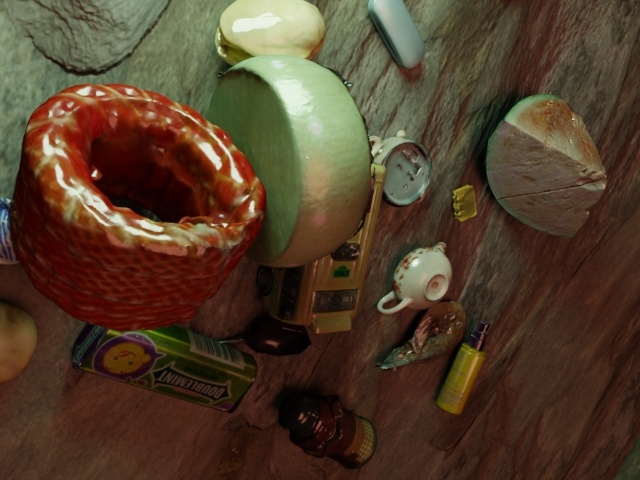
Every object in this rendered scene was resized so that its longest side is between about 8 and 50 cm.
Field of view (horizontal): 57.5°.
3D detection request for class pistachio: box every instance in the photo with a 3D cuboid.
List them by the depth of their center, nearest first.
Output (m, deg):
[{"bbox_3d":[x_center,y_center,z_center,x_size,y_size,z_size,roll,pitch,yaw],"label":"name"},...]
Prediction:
[{"bbox_3d":[-0.089,-0.365,1.032,0.201,0.117,0.145,-11,78,-18],"label":"pistachio"}]

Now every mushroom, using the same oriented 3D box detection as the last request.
[{"bbox_3d":[-0.537,0.167,0.945,0.148,0.112,0.147,-13,114,-31],"label":"mushroom"}]

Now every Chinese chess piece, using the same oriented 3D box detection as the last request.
[{"bbox_3d":[-0.064,-0.129,0.975,0.147,0.349,0.349,-12,114,-34],"label":"Chinese chess piece"}]

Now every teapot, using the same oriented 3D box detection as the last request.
[{"bbox_3d":[0.244,0.103,1.440,0.246,0.116,0.159,-31,133,-13],"label":"teapot"}]

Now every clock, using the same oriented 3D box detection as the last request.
[{"bbox_3d":[0.179,-0.154,1.313,0.155,0.063,0.229,-52,128,-4],"label":"clock"}]

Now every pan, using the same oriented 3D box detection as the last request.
[{"bbox_3d":[-0.120,0.195,1.246,0.202,0.048,0.128,17,136,-27],"label":"pan"}]

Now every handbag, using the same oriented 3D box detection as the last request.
[{"bbox_3d":[0.363,-0.095,1.478,0.061,0.027,0.083,-24,117,-23],"label":"handbag"}]

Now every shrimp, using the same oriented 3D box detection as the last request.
[{"bbox_3d":[0.274,0.253,1.538,0.317,0.062,0.164,-19,113,-31],"label":"shrimp"}]

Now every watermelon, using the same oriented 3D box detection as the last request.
[{"bbox_3d":[0.567,-0.209,1.474,0.292,0.319,0.222,104,9,-59],"label":"watermelon"}]

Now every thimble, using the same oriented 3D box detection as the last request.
[{"bbox_3d":[-0.271,-0.047,0.857,0.350,0.350,0.230,4,141,-34],"label":"thimble"}]

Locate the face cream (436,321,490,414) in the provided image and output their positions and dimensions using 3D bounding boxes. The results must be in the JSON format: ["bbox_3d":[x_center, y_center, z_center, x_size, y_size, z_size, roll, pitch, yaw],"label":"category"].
[{"bbox_3d":[0.413,0.355,1.653,0.078,0.078,0.273,15,99,-36],"label":"face cream"}]

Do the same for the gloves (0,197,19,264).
[{"bbox_3d":[-0.467,-0.010,0.924,0.229,0.119,0.097,6,142,-36],"label":"gloves"}]

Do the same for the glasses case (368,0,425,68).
[{"bbox_3d":[0.159,-0.435,1.200,0.067,0.045,0.178,-47,127,-9],"label":"glasses case"}]

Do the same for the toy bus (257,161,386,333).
[{"bbox_3d":[0.000,0.000,1.172,0.177,0.202,0.365,-1,109,-33],"label":"toy bus"}]

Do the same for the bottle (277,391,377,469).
[{"bbox_3d":[0.017,0.444,1.393,0.271,0.143,0.156,40,84,-35],"label":"bottle"}]

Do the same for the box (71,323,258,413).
[{"bbox_3d":[-0.288,0.237,1.136,0.346,0.097,0.134,32,101,-38],"label":"box"}]
